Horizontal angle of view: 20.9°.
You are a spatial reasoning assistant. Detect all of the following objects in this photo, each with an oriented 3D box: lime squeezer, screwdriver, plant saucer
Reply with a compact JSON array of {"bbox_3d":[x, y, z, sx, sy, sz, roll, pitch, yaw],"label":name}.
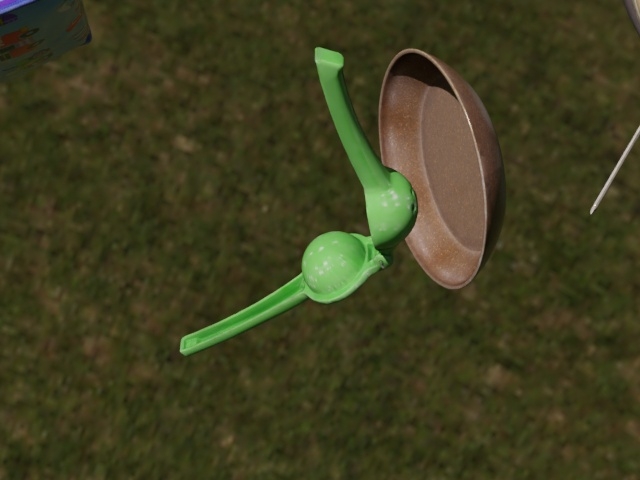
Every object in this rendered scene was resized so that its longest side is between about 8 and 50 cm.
[{"bbox_3d":[0.000,0.000,1.164,0.110,0.310,0.059,0,53,-25],"label":"lime squeezer"},{"bbox_3d":[0.284,-0.098,1.568,0.025,0.170,0.024,36,-4,-3],"label":"screwdriver"},{"bbox_3d":[0.103,-0.060,1.408,0.036,0.198,0.198,-13,47,-18],"label":"plant saucer"}]

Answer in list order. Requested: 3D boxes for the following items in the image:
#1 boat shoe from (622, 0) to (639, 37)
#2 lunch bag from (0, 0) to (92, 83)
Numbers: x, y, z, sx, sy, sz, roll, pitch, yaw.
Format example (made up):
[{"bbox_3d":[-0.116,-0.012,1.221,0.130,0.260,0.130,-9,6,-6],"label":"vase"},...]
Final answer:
[{"bbox_3d":[0.207,-0.219,1.076,0.103,0.285,0.092,-29,24,-5],"label":"boat shoe"},{"bbox_3d":[-0.314,-0.129,1.166,0.138,0.293,0.221,56,-5,-1],"label":"lunch bag"}]
